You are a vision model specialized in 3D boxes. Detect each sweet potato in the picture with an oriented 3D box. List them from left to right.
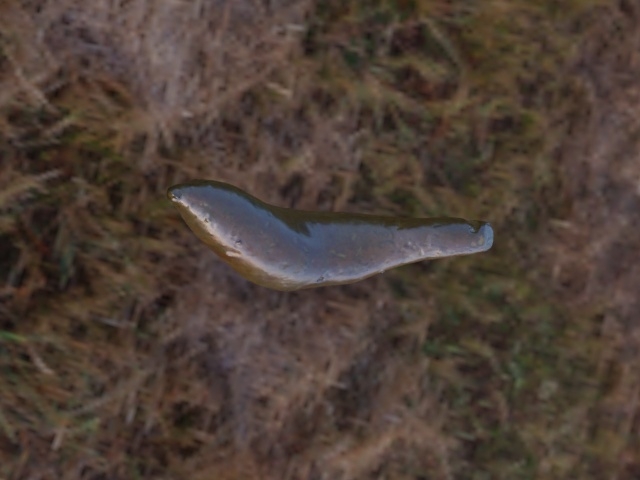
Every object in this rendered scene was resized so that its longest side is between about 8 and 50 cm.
[{"bbox_3d":[0.000,0.003,1.479,0.346,0.108,0.079,5,67,-30],"label":"sweet potato"}]
